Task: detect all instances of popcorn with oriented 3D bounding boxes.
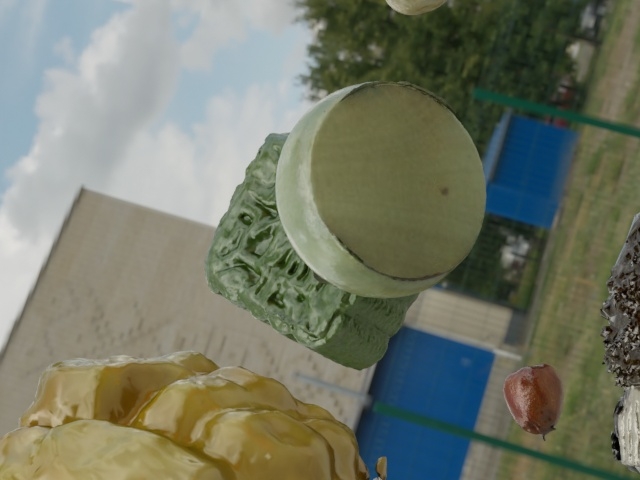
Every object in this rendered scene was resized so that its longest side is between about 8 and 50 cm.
[{"bbox_3d":[-0.073,0.153,0.372,0.250,0.190,0.250,-28,-42,-29],"label":"popcorn"}]

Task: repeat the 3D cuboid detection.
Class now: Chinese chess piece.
[{"bbox_3d":[0.052,-0.043,0.977,0.083,0.188,0.188,-23,43,61],"label":"Chinese chess piece"}]

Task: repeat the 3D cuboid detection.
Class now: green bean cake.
[{"bbox_3d":[0.000,0.000,1.235,0.125,0.248,0.222,33,-97,-47],"label":"green bean cake"}]

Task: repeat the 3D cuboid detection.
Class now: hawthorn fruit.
[{"bbox_3d":[0.281,0.210,1.462,0.081,0.081,0.093,84,167,-68],"label":"hawthorn fruit"}]

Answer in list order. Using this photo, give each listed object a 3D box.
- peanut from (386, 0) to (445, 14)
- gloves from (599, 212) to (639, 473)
[{"bbox_3d":[0.134,-0.377,1.395,0.224,0.129,0.129,-60,-14,-29],"label":"peanut"},{"bbox_3d":[0.364,0.078,1.103,0.210,0.135,0.312,163,105,-71],"label":"gloves"}]
